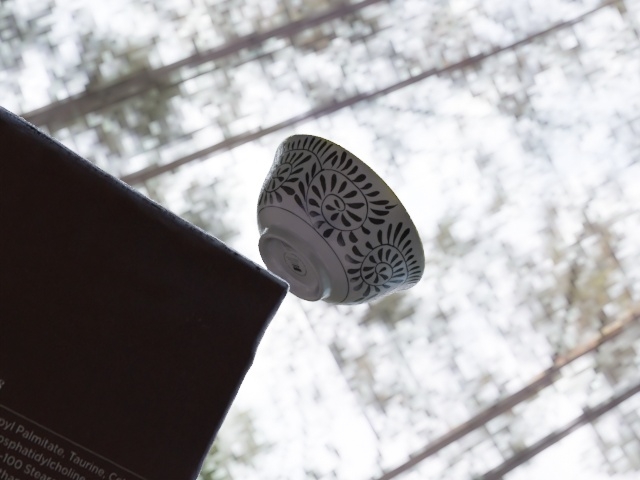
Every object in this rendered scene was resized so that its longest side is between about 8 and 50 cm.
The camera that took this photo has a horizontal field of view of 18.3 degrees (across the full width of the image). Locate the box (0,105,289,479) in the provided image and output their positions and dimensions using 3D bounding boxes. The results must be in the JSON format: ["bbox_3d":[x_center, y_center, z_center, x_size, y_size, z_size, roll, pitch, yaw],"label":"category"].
[{"bbox_3d":[-0.156,0.066,0.883,0.167,0.203,0.168,32,-13,-28],"label":"box"}]

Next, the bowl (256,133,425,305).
[{"bbox_3d":[0.000,0.000,1.689,0.170,0.080,0.170,34,-29,22],"label":"bowl"}]
